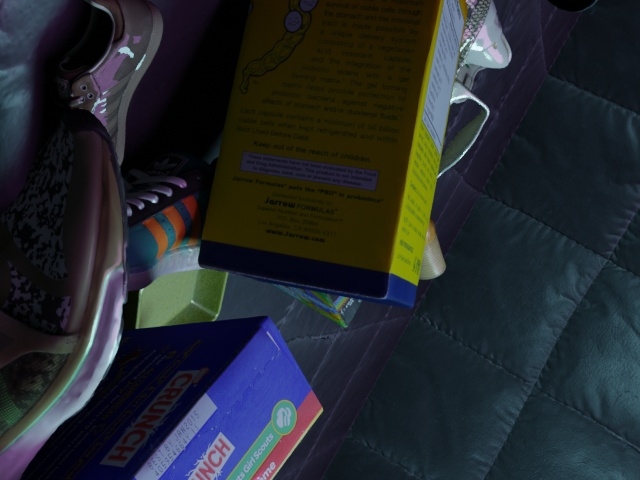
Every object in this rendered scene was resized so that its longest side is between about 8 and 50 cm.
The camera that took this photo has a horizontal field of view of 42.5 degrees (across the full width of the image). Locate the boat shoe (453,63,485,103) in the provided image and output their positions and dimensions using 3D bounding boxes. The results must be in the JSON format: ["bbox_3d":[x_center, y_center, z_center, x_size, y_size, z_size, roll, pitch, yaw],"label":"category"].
[{"bbox_3d":[0.279,-0.352,1.667,0.079,0.084,0.233,-21,-152,48],"label":"boat shoe"}]

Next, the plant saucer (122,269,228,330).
[{"bbox_3d":[-0.184,0.068,1.019,0.188,0.045,0.188,-42,156,-47],"label":"plant saucer"}]

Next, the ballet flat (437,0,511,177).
[{"bbox_3d":[0.203,-0.261,1.357,0.164,0.182,0.483,-81,-170,-63],"label":"ballet flat"}]

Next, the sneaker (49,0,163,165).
[{"bbox_3d":[-0.195,-0.116,0.673,0.071,0.066,0.188,8,107,-55],"label":"sneaker"}]

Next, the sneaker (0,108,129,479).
[{"bbox_3d":[-0.274,0.084,0.575,0.182,0.158,0.410,20,107,-40],"label":"sneaker"}]

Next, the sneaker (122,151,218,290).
[{"bbox_3d":[-0.174,-0.029,0.808,0.302,0.108,0.121,-16,119,-65],"label":"sneaker"}]

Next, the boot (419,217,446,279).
[{"bbox_3d":[0.063,-0.029,1.408,0.104,0.295,0.211,-56,130,-37],"label":"boot"}]

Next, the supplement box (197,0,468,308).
[{"bbox_3d":[0.024,-0.122,0.867,0.194,0.195,0.356,28,72,-74],"label":"supplement box"}]

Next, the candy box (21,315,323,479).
[{"bbox_3d":[-0.194,0.204,0.766,0.317,0.122,0.268,-11,-152,47],"label":"candy box"}]

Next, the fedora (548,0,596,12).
[{"bbox_3d":[0.310,-0.494,1.245,0.152,0.334,0.334,-22,154,-8],"label":"fedora"}]

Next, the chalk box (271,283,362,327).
[{"bbox_3d":[0.000,0.000,1.223,0.180,0.179,0.289,-58,165,-11],"label":"chalk box"}]
